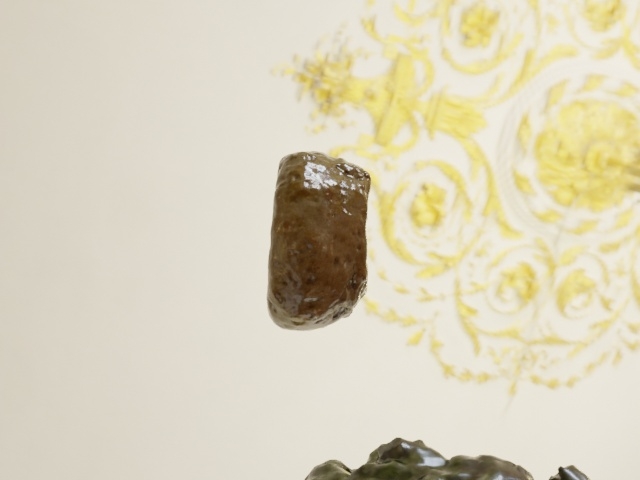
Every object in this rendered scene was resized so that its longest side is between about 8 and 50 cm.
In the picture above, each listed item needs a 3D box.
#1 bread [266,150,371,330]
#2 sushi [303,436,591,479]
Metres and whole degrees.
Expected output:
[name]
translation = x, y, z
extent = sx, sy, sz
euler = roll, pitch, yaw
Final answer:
[bread]
translation = 0.000, 0.000, 1.513
extent = 0.123, 0.230, 0.229
euler = 4, -75, 3
[sushi]
translation = 0.051, 0.311, 0.859
extent = 0.178, 0.294, 0.351
euler = -47, -39, -51
